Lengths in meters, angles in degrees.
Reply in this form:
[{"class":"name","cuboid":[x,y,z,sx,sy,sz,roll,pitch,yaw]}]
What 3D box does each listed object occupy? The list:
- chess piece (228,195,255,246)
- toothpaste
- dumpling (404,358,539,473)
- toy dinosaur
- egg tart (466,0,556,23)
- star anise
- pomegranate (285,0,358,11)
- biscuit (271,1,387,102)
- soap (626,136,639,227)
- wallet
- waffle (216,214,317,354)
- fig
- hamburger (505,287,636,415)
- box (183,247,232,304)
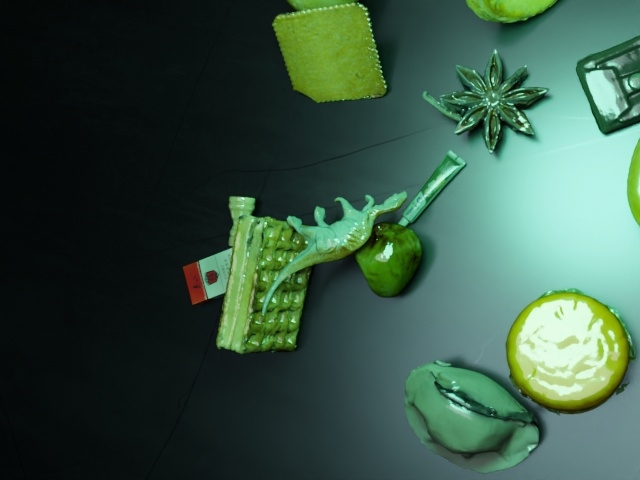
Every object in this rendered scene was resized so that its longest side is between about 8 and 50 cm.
[{"class":"chess piece","cuboid":[-0.195,-0.046,1.953,0.066,0.066,0.122,7,94,25]},{"class":"toothpaste","cuboid":[0.238,-0.106,1.775,0.049,0.031,0.204,42,101,20]},{"class":"dumpling","cuboid":[0.293,0.370,1.636,0.293,0.163,0.204,30,93,12]},{"class":"toy dinosaur","cuboid":[0.000,0.000,1.731,0.393,0.092,0.205,-43,42,-9]},{"class":"egg tart","cuboid":[0.404,-0.588,1.622,0.315,0.315,0.120,-40,48,16]},{"class":"star anise","cuboid":[0.350,-0.294,1.714,0.262,0.081,0.230,0,85,14]},{"class":"pomegranate","cuboid":[0.003,-0.611,1.834,0.233,0.233,0.233,-3,84,24]},{"class":"biscuit","cuboid":[0.021,-0.420,1.835,0.237,0.013,0.232,-1,127,25]},{"class":"soap","cuboid":[0.774,-0.087,1.466,0.427,0.115,0.306,18,89,5]},{"class":"wallet","cuboid":[0.649,-0.332,1.603,0.245,0.052,0.169,-21,80,19]},{"class":"waffle","cuboid":[-0.120,0.103,1.817,0.091,0.213,0.308,11,91,34]},{"class":"fig","cuboid":[0.141,0.043,1.754,0.154,0.144,0.166,2,95,-12]},{"class":"hamburger","cuboid":[0.480,0.219,1.557,0.246,0.170,0.246,-6,71,18]},{"class":"box","cuboid":[-0.254,0.088,1.972,0.152,0.048,0.100,-20,75,19]}]
